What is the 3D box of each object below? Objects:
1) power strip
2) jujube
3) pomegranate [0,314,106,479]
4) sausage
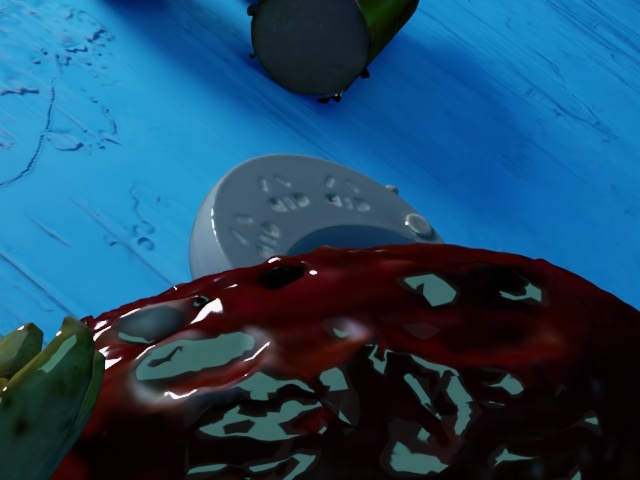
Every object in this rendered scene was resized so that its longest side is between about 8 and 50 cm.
[{"bbox_3d":[0.000,0.000,0.805,0.253,0.054,0.167,-19,61,-46],"label":"power strip"},{"bbox_3d":[0.030,0.129,0.521,0.376,0.258,0.258,2,47,-36],"label":"jujube"},{"bbox_3d":[-0.184,0.155,0.274,0.309,0.216,0.358,23,75,9],"label":"pomegranate"},{"bbox_3d":[0.045,-0.255,1.072,0.125,0.117,0.317,47,36,-7],"label":"sausage"}]
